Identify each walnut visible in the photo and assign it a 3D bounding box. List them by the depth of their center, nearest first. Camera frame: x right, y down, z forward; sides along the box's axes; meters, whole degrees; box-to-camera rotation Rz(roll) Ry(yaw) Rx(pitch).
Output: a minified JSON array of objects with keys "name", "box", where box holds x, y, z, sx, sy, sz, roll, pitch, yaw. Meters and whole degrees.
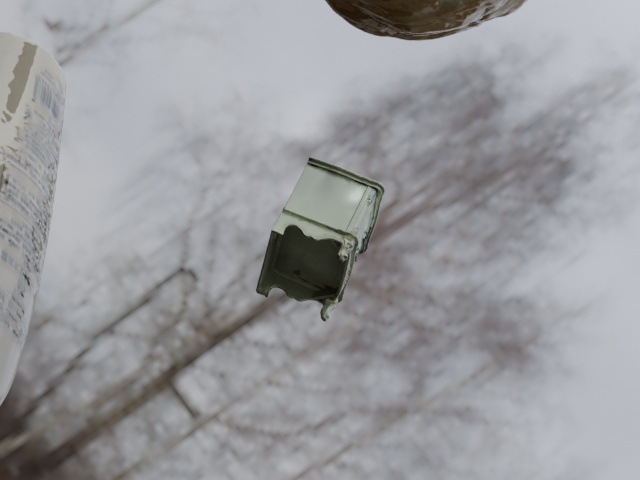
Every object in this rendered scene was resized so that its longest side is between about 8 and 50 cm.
[{"name":"walnut","box":[0.051,-0.135,0.800,0.105,0.124,0.105,58,-11,18]}]

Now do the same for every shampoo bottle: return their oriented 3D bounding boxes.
[{"name":"shampoo bottle","box":[-0.197,0.010,1.049,0.127,0.078,0.257,70,22,-56]}]

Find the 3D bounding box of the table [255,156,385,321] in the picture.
[{"name":"table","box":[0.000,0.000,1.385,0.062,0.083,0.079,22,-43,6]}]
